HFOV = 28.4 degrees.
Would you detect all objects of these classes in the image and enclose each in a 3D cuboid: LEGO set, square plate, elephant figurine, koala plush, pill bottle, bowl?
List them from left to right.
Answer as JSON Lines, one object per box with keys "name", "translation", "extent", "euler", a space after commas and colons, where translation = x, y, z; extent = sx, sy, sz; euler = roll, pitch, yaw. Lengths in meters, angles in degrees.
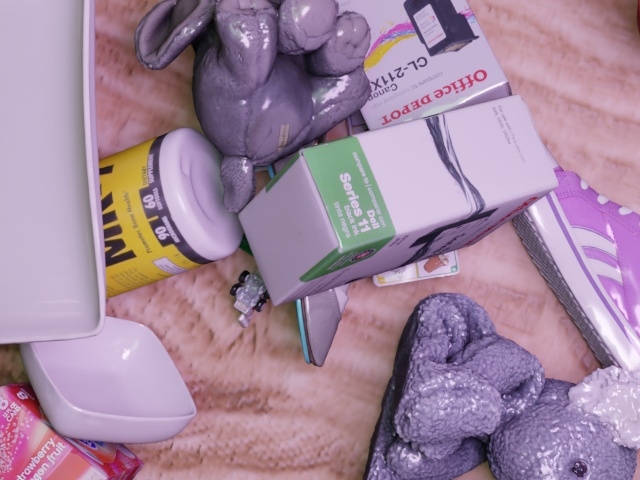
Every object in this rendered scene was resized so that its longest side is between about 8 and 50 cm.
{"name": "square plate", "translation": [-0.311, -0.076, 1.098], "extent": [0.344, 0.049, 0.347], "euler": [-8, 82, 32]}
{"name": "bowl", "translation": [-0.194, 0.126, 1.107], "extent": [0.053, 0.142, 0.142], "euler": [-59, 43, 21]}
{"name": "pill bottle", "translation": [-0.183, -0.012, 1.117], "extent": [0.209, 0.119, 0.119], "euler": [-20, 84, 21]}
{"name": "elephant figurine", "translation": [-0.070, -0.181, 1.086], "extent": [0.186, 0.169, 0.239], "euler": [-29, 44, -15]}
{"name": "LEGO set", "translation": [-0.007, -0.028, 1.160], "extent": [0.244, 0.060, 0.182], "euler": [-11, 73, 5]}
{"name": "koala plush", "translation": [0.164, 0.155, 1.050], "extent": [0.221, 0.203, 0.196], "euler": [16, 127, 0]}

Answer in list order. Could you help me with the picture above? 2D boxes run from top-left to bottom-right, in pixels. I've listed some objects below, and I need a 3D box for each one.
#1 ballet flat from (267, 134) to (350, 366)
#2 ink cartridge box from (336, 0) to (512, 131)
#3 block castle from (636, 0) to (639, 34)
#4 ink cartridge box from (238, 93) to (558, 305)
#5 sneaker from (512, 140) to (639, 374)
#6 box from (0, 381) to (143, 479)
{"name": "ballet flat", "translation": [0.000, 0.000, 1.089], "extent": [0.068, 0.072, 0.213], "euler": [-12, 76, 1]}
{"name": "ink cartridge box", "translation": [0.077, -0.173, 1.119], "extent": [0.127, 0.072, 0.175], "euler": [-26, 73, 4]}
{"name": "block castle", "translation": [0.339, -0.384, 1.015], "extent": [0.303, 0.213, 0.453], "euler": [-18, 67, 15]}
{"name": "ink cartridge box", "translation": [0.061, -0.032, 1.010], "extent": [0.208, 0.153, 0.086], "euler": [-17, 78, -26]}
{"name": "sneaker", "translation": [0.271, 0.001, 1.090], "extent": [0.161, 0.102, 0.282], "euler": [-33, 92, 0]}
{"name": "box", "translation": [-0.295, 0.262, 1.126], "extent": [0.128, 0.122, 0.257], "euler": [39, 92, 9]}
